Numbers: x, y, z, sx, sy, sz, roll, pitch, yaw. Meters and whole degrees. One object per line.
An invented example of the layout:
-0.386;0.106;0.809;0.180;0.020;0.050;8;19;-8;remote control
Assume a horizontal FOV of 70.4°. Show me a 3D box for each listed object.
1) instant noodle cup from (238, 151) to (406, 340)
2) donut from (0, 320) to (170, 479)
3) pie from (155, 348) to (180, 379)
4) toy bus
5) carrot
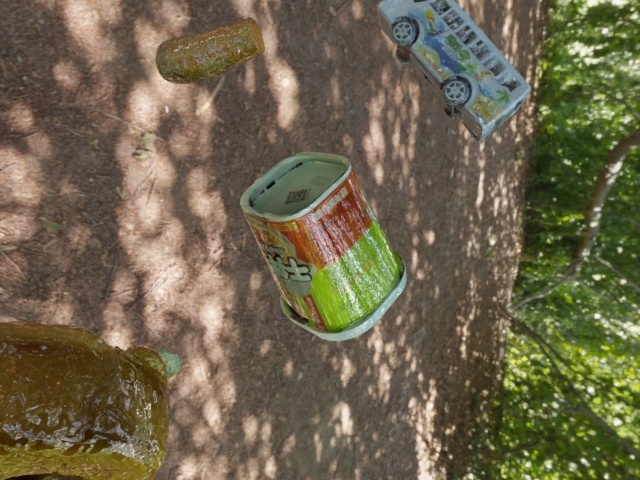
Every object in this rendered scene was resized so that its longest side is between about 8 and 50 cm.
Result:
0.000;0.000;0.940;0.294;0.293;0.308;-53;133;-33;instant noodle cup
-0.242;0.168;0.382;0.226;0.114;0.227;-13;135;-14;donut
-0.499;0.391;1.332;0.186;0.041;0.187;-27;145;-22;pie
0.249;-0.355;0.880;0.136;0.330;0.109;-37;169;10;toy bus
-0.312;-0.523;1.272;0.138;0.301;0.139;-11;90;-77;carrot
